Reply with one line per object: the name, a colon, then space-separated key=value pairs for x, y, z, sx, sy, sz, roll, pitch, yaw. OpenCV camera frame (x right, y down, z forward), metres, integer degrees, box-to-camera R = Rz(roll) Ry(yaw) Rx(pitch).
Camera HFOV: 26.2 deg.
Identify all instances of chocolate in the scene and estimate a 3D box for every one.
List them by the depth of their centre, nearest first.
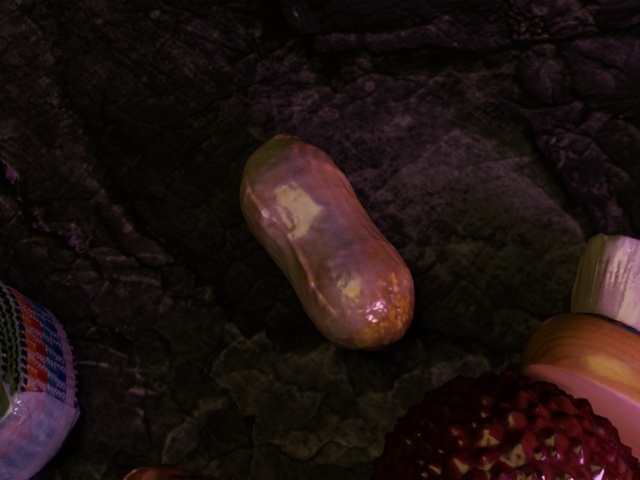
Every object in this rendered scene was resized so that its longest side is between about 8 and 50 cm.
chocolate: x=0.000 y=0.000 z=1.568 sx=0.134 sy=0.134 sz=0.309 roll=-33 pitch=58 yaw=3

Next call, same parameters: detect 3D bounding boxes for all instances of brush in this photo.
brush: x=0.343 y=0.127 z=1.362 sx=0.267 sy=0.174 sz=0.166 roll=29 pitch=68 yaw=22

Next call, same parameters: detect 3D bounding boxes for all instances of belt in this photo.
belt: x=-0.400 y=0.172 z=1.622 sx=0.207 sy=0.150 sz=0.257 roll=-21 pitch=58 yaw=19

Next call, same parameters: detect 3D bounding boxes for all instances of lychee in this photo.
lychee: x=0.177 y=0.257 z=1.294 sx=0.264 sy=0.264 sz=0.300 roll=-43 pitch=48 yaw=-4

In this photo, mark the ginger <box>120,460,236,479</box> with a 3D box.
ginger: x=-0.094 y=0.347 z=1.446 sx=0.133 sy=0.107 sz=0.309 roll=-36 pitch=61 yaw=-16
